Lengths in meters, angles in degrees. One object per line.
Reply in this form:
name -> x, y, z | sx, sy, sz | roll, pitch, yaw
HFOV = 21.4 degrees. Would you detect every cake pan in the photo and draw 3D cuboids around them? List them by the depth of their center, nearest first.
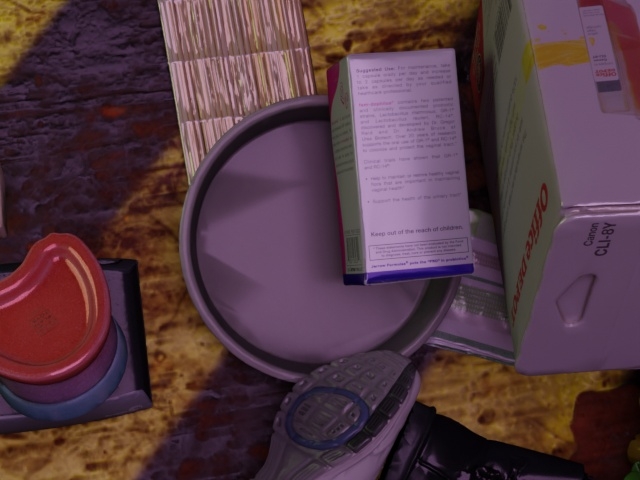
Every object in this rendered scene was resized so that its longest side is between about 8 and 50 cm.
cake pan -> 0.000, 0.000, 1.721 | 0.293, 0.054, 0.293 | 0, 89, -11

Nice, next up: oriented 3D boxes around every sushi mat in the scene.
sushi mat -> -0.085, -0.196, 1.770 | 0.151, 0.019, 0.316 | -9, 84, -6

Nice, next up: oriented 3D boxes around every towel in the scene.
towel -> 0.175, 0.047, 1.764 | 0.113, 0.023, 0.152 | 14, 82, -5

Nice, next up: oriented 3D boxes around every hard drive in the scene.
hard drive -> -0.302, 0.105, 1.692 | 0.255, 0.054, 0.172 | -6, 84, -7

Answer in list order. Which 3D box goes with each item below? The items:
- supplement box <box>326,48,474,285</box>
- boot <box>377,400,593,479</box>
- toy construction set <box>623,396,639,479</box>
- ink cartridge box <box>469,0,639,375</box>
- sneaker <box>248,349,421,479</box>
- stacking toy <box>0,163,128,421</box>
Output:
supplement box -> 0.075, -0.070, 1.651 | 0.114, 0.111, 0.220 | -6, 90, -10
boot -> 0.144, 0.304, 1.693 | 0.207, 0.094, 0.246 | 24, 75, 1
toy construction set -> 0.334, 0.186, 1.681 | 0.309, 0.237, 0.257 | -37, 133, -29
ink cartridge box -> 0.250, -0.102, 1.586 | 0.160, 0.279, 0.384 | -2, 56, -4
sneaker -> -0.001, 0.237, 1.677 | 0.297, 0.129, 0.111 | -51, 51, -3
stacking toy -> -0.354, 0.096, 1.633 | 0.309, 0.130, 0.279 | -27, 60, -10
